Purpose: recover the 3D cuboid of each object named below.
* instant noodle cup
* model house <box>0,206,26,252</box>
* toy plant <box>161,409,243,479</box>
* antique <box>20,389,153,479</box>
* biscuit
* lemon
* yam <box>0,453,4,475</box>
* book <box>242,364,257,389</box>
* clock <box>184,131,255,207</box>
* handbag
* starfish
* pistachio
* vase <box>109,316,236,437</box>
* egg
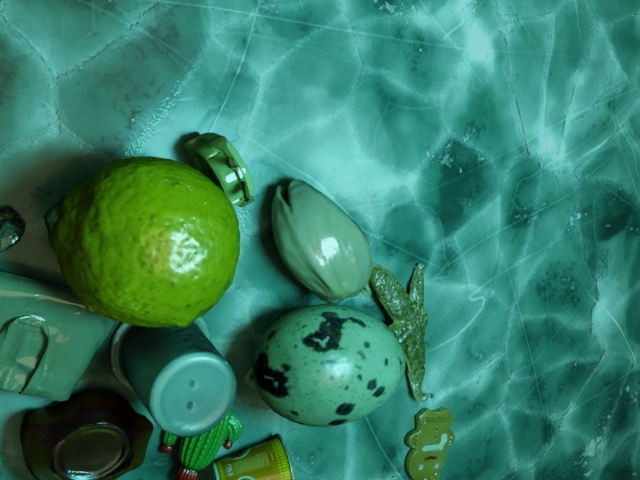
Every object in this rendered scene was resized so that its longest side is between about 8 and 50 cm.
[{"bbox_3d":[-0.174,0.589,1.558,0.184,0.168,0.169,-9,104,-19],"label":"instant noodle cup"},{"bbox_3d":[-0.622,-0.020,1.224,0.066,0.083,0.079,41,81,-27],"label":"model house"},{"bbox_3d":[-0.300,0.479,1.500,0.240,0.088,0.155,-42,101,0],"label":"toy plant"},{"bbox_3d":[-0.506,0.437,1.353,0.278,0.129,0.224,21,88,-32],"label":"antique"},{"bbox_3d":[0.331,0.630,1.894,0.184,0.035,0.249,9,96,-29],"label":"biscuit"},{"bbox_3d":[-0.341,0.002,1.226,0.387,0.349,0.350,23,89,-36],"label":"lemon"},{"bbox_3d":[-0.784,0.417,1.202,0.330,0.133,0.133,30,86,-32],"label":"yam"},{"bbox_3d":[-0.048,0.346,1.637,0.264,0.027,0.202,40,79,-28],"label":"book"},{"bbox_3d":[-0.207,-0.144,1.334,0.069,0.232,0.170,-31,112,-20],"label":"clock"},{"bbox_3d":[-0.601,0.187,1.266,0.315,0.109,0.253,22,94,-30],"label":"handbag"},{"bbox_3d":[0.200,0.270,1.714,0.323,0.082,0.433,-6,105,-37],"label":"starfish"},{"bbox_3d":[0.000,0.000,1.502,0.332,0.207,0.226,53,30,-11],"label":"pistachio"},{"bbox_3d":[-0.304,0.275,1.338,0.244,0.291,0.245,-6,102,-29],"label":"vase"},{"bbox_3d":[0.023,0.297,1.485,0.379,0.287,0.288,10,95,-27],"label":"egg"}]
